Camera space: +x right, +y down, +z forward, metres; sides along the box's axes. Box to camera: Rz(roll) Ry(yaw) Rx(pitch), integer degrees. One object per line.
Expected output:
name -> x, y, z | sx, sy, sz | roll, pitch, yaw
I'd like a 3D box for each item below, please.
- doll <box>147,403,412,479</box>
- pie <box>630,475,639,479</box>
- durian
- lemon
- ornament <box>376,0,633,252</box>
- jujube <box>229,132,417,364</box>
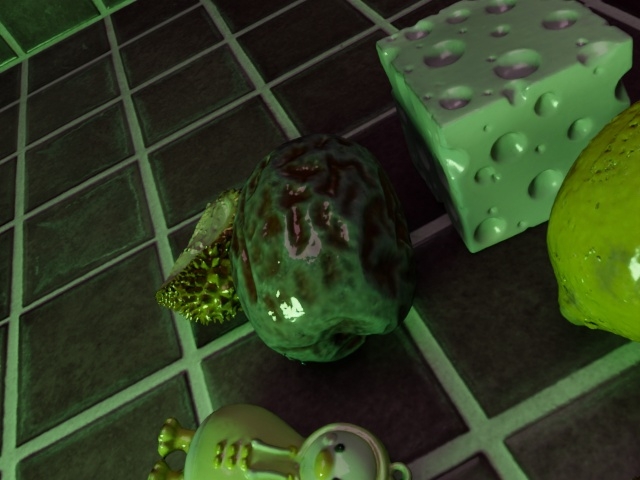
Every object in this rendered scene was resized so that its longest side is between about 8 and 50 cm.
doll -> -0.048, 0.252, 0.649 | 0.296, 0.117, 0.141 | -8, 51, 20
pie -> 0.337, 0.284, 0.435 | 0.308, 0.085, 0.308 | -11, 30, 6
durian -> -0.152, 0.030, 0.896 | 0.138, 0.183, 0.250 | 18, 48, -7
lemon -> 0.376, -0.017, 0.601 | 0.310, 0.258, 0.258 | -44, 42, 16
ornament -> 0.250, -0.178, 0.808 | 0.240, 0.240, 0.239 | -25, 44, 3
jujube -> 0.007, -0.005, 0.767 | 0.215, 0.246, 0.308 | -50, 42, 42
